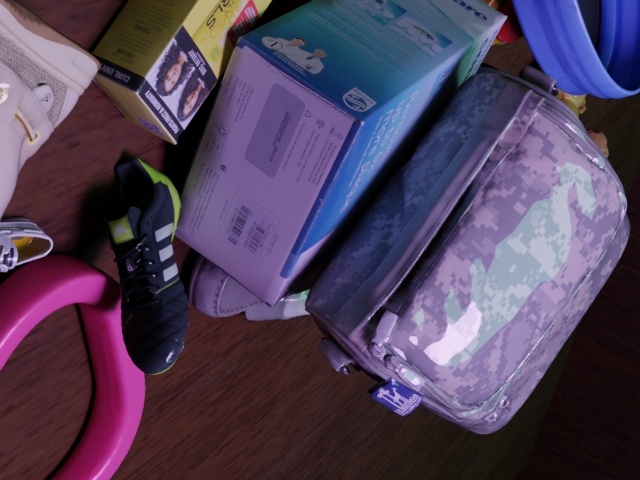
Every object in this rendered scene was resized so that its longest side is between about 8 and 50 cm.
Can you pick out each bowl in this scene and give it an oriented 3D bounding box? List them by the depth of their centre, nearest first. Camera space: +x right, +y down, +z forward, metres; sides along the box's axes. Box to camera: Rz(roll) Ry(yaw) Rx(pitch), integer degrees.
[{"bbox_3d":[0.302,-0.356,1.206,0.391,0.077,0.391,15,72,-56],"label":"bowl"}]

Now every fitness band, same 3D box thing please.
[{"bbox_3d":[-0.227,0.142,0.846,0.209,0.054,0.291,-46,152,-36],"label":"fitness band"}]

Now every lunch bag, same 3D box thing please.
[{"bbox_3d":[0.132,0.014,0.957,0.305,0.212,0.256,-54,152,-4],"label":"lunch bag"}]

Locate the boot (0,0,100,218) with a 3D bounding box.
[{"bbox_3d":[-0.244,-0.056,0.559,0.203,0.095,0.262,-63,161,1],"label":"boot"}]

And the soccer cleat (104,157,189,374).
[{"bbox_3d":[-0.142,0.018,0.814,0.072,0.060,0.179,46,32,-54],"label":"soccer cleat"}]

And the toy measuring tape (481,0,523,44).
[{"bbox_3d":[0.164,-0.283,1.167,0.330,0.121,0.121,-11,124,-52],"label":"toy measuring tape"}]

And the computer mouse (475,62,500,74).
[{"bbox_3d":[0.168,-0.166,1.245,0.242,0.041,0.071,-28,142,-52],"label":"computer mouse"}]

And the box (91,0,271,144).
[{"bbox_3d":[-0.083,-0.194,0.792,0.232,0.058,0.087,-58,157,-13],"label":"box"}]

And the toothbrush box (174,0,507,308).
[{"bbox_3d":[0.020,-0.110,0.939,0.295,0.126,0.216,-42,164,-50],"label":"toothbrush box"}]

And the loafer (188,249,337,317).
[{"bbox_3d":[0.000,0.000,1.079,0.319,0.111,0.112,-31,146,-39],"label":"loafer"}]

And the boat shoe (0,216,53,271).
[{"bbox_3d":[-0.228,0.006,0.723,0.100,0.035,0.035,-12,125,-62],"label":"boat shoe"}]

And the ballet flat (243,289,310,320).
[{"bbox_3d":[-0.007,0.050,1.196,0.213,0.068,0.072,-26,136,-55],"label":"ballet flat"}]

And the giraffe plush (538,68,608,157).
[{"bbox_3d":[0.381,-0.208,1.663,0.210,0.181,0.171,2,91,-54],"label":"giraffe plush"}]
